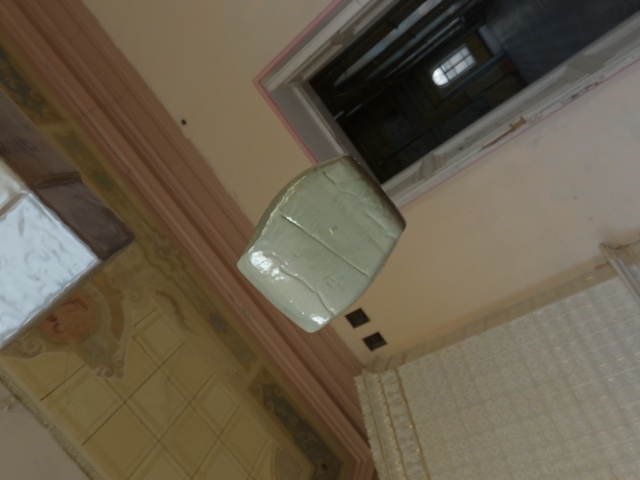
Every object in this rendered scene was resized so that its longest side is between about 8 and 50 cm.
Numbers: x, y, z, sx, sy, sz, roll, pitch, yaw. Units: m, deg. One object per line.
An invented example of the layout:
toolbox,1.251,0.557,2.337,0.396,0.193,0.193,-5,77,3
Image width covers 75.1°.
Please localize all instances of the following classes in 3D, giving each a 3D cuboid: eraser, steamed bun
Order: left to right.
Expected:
eraser,-0.308,-0.081,0.294,0.343,0.144,0.078,51,-172,-12
steamed bun,0.000,0.000,0.664,0.200,0.250,0.155,43,168,-6
